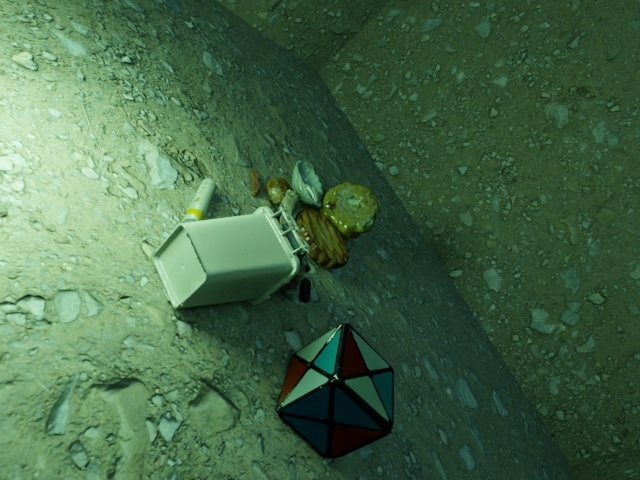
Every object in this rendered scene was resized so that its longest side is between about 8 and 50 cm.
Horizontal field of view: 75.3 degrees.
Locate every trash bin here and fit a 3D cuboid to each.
[{"bbox_3d":[-0.250,0.045,1.197,0.367,0.296,0.256,-4,61,-55],"label":"trash bin"}]

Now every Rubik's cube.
[{"bbox_3d":[0.052,0.441,1.225,0.248,0.246,0.250,46,26,-15],"label":"Rubik's cube"}]

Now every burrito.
[{"bbox_3d":[-0.147,-0.102,1.763,0.082,0.059,0.275,38,46,-25],"label":"burrito"}]

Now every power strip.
[{"bbox_3d":[-0.060,0.193,1.617,0.038,0.029,0.111,41,30,-26],"label":"power strip"}]

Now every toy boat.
[{"bbox_3d":[-0.074,-0.283,2.135,0.199,0.100,0.290,30,32,-39],"label":"toy boat"}]

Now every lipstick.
[{"bbox_3d":[-0.405,-0.124,1.400,0.059,0.059,0.264,41,27,-25],"label":"lipstick"}]

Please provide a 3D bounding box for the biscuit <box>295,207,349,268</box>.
[{"bbox_3d":[0.000,0.000,1.889,0.325,0.107,0.326,41,24,-23],"label":"biscuit"}]

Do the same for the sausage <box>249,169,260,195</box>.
[{"bbox_3d":[-0.284,-0.248,1.802,0.036,0.042,0.158,92,-9,-47],"label":"sausage"}]

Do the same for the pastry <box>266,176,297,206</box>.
[{"bbox_3d":[-0.182,-0.220,1.888,0.153,0.081,0.153,29,46,-35],"label":"pastry"}]

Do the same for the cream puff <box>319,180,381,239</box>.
[{"bbox_3d":[0.147,-0.133,2.185,0.291,0.257,0.324,25,65,7],"label":"cream puff"}]

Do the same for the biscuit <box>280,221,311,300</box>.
[{"bbox_3d":[-0.109,0.087,1.436,0.079,0.309,0.186,-20,68,-24],"label":"biscuit"}]

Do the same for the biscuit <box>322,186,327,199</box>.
[{"bbox_3d":[0.019,-0.256,2.322,0.208,0.047,0.164,38,27,-29],"label":"biscuit"}]
